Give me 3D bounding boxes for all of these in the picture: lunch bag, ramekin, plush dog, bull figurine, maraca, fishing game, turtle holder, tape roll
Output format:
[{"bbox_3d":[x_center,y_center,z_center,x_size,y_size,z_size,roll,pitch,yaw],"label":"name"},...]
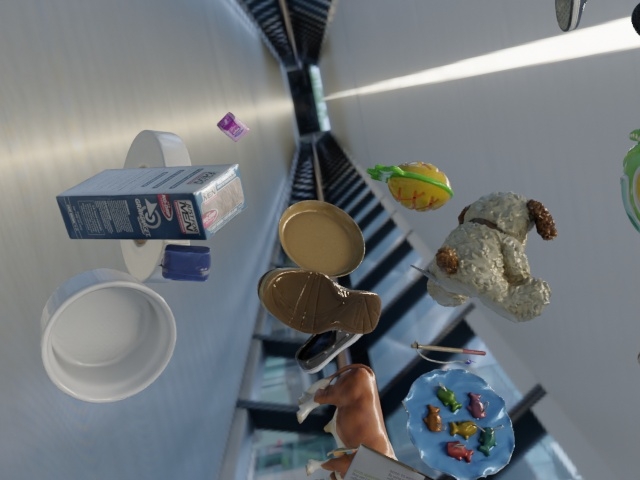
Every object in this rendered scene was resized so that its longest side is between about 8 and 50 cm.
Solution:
[{"bbox_3d":[-0.260,0.046,1.391,0.067,0.099,0.065,-109,-157,-77],"label":"lunch bag"},{"bbox_3d":[-0.463,0.194,1.565,0.135,0.277,0.277,35,-38,56],"label":"ramekin"},{"bbox_3d":[0.312,0.003,1.372,0.263,0.225,0.210,8,-31,48],"label":"plush dog"},{"bbox_3d":[0.061,0.396,1.420,0.101,0.189,0.310,74,4,-58],"label":"bull figurine"},{"bbox_3d":[0.185,-0.117,1.491,0.127,0.186,0.099,158,-52,-67],"label":"maraca"},{"bbox_3d":[0.216,0.273,1.116,0.041,0.189,0.263,117,-24,-50],"label":"fishing game"},{"bbox_3d":[0.776,-0.114,1.561,0.320,0.244,0.227,83,22,-74],"label":"turtle holder"},{"bbox_3d":[-0.422,-0.084,1.843,0.392,0.072,0.391,-5,-96,57],"label":"tape roll"}]

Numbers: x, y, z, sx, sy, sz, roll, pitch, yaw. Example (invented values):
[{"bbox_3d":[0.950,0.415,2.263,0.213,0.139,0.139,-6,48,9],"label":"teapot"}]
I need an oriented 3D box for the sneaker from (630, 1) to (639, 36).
[{"bbox_3d":[0.785,-0.439,1.598,0.234,0.084,0.097,46,21,26],"label":"sneaker"}]

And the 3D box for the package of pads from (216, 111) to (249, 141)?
[{"bbox_3d":[-0.219,-0.283,1.825,0.032,0.050,0.083,48,5,25],"label":"package of pads"}]

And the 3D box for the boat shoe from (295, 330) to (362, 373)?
[{"bbox_3d":[0.029,0.217,1.726,0.080,0.228,0.076,46,-6,35],"label":"boat shoe"}]

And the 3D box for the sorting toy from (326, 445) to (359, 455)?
[{"bbox_3d":[0.046,0.389,1.346,0.083,0.062,0.012,60,17,-76],"label":"sorting toy"}]

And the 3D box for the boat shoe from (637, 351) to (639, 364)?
[{"bbox_3d":[0.712,0.215,1.304,0.095,0.258,0.095,68,14,-46],"label":"boat shoe"}]

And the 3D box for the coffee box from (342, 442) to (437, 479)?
[{"bbox_3d":[0.039,0.354,0.744,0.246,0.098,0.141,-60,154,-21],"label":"coffee box"}]

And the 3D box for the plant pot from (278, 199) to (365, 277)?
[{"bbox_3d":[0.000,0.000,1.877,0.032,0.237,0.236,123,-37,-51],"label":"plant pot"}]

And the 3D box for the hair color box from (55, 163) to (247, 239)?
[{"bbox_3d":[-0.349,-0.079,1.511,0.174,0.348,0.105,-48,132,-55],"label":"hair color box"}]

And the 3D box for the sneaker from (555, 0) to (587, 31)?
[{"bbox_3d":[0.572,-0.539,1.483,0.086,0.164,0.226,-120,-148,-73],"label":"sneaker"}]

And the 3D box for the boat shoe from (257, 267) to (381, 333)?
[{"bbox_3d":[-0.019,0.119,1.488,0.342,0.123,0.123,14,91,-47],"label":"boat shoe"}]
